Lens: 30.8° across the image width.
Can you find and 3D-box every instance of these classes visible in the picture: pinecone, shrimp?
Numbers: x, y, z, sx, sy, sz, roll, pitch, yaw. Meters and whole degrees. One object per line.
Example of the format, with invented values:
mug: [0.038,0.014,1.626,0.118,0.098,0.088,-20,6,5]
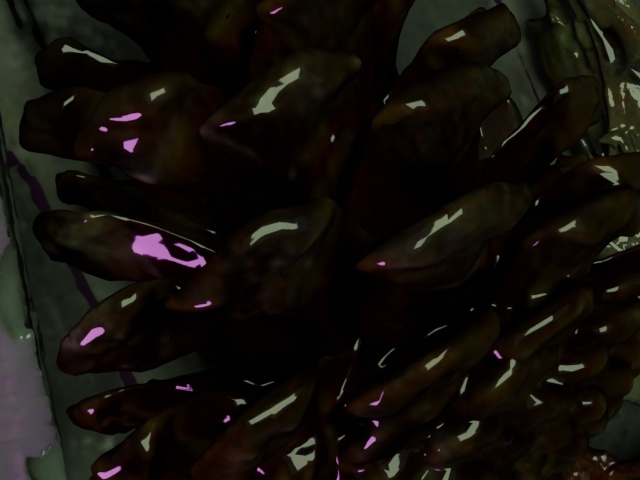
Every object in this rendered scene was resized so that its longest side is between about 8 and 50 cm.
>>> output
pinecone: [0.000,0.000,0.451,0.244,0.244,0.309,-23,72,-13]
shrimp: [0.125,-0.029,0.560,0.145,0.059,0.254,-39,102,-2]

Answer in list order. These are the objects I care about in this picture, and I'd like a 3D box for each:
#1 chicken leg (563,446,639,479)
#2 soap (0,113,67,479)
chicken leg: [0.188,0.106,0.532,0.407,0.096,0.158,-37,125,1]
soap: [-0.171,0.023,0.384,0.159,0.258,0.302,-12,92,-15]
